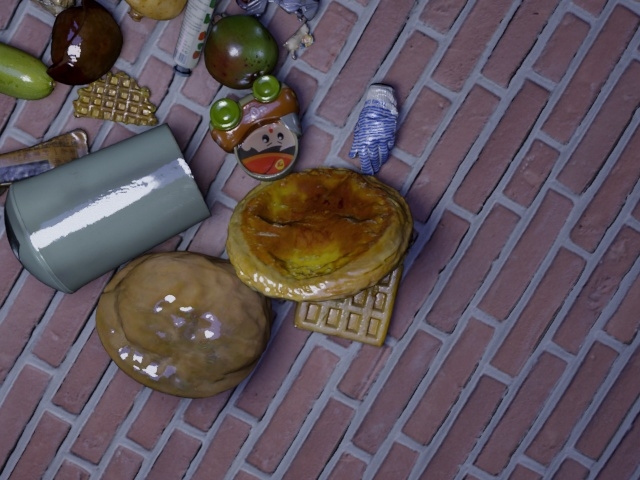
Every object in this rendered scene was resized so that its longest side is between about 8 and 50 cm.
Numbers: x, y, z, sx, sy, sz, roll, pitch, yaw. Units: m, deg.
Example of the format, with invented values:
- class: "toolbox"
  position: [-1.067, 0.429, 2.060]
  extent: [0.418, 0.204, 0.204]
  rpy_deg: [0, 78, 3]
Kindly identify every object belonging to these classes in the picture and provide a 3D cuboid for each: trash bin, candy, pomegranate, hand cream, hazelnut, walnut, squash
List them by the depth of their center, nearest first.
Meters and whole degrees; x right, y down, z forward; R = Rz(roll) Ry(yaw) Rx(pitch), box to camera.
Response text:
- class: "trash bin"
  position: [-0.493, -0.070, 1.586]
  extent: [0.431, 0.280, 0.281]
  rpy_deg: [-27, 97, -8]
- class: "pomegranate"
  position: [-0.389, -0.591, 1.597]
  extent: [0.196, 0.196, 0.196]
  rpy_deg: [0, 96, -2]
- class: "walnut"
  position: [-0.295, 0.180, 1.600]
  extent: [0.383, 0.383, 0.384]
  rpy_deg: [0, 96, -2]
- class: "hazelnut"
  position: [-0.556, -0.452, 1.606]
  extent: [0.160, 0.170, 0.202]
  rpy_deg: [42, 72, -5]
- class: "hand cream"
  position: [-0.288, -0.512, 1.614]
  extent: [0.095, 0.059, 0.276]
  rpy_deg: [45, 127, 26]
- class: "pomegranate"
  position: [-0.197, -0.460, 1.632]
  extent: [0.179, 0.180, 0.210]
  rpy_deg: [-28, 67, 1]
- class: "squash"
  position: [-0.716, -0.397, 1.639]
  extent: [0.186, 0.123, 0.123]
  rpy_deg: [18, 95, -7]
- class: "candy"
  position: [-0.687, -0.178, 1.675]
  extent: [0.271, 0.101, 0.143]
  rpy_deg: [-12, 95, -5]

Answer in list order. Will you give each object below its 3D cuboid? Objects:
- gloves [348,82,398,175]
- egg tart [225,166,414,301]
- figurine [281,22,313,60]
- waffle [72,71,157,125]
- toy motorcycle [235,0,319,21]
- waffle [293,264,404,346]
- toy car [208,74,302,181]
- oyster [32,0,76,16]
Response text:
- class: "gloves"
  position: [0.131, -0.270, 1.700]
  extent: [0.119, 0.097, 0.229]
  rpy_deg: [9, 102, 27]
- class: "egg tart"
  position: [0.000, 0.000, 1.603]
  extent: [0.442, 0.443, 0.178]
  rpy_deg: [-9, 132, -1]
- class: "figurine"
  position: [-0.051, -0.484, 1.690]
  extent: [0.083, 0.047, 0.050]
  rpy_deg: [-44, 111, -4]
- class: "waffle"
  position: [-0.504, -0.325, 1.688]
  extent: [0.191, 0.046, 0.161]
  rpy_deg: [-24, 96, 2]
- class: "toy motorcycle"
  position: [-0.093, -0.573, 1.661]
  extent: [0.215, 0.080, 0.123]
  rpy_deg: [-11, 94, 4]
- class: "waffle"
  position: [0.071, 0.139, 1.753]
  extent: [0.247, 0.055, 0.221]
  rpy_deg: [13, 95, -4]
- class: "toy car"
  position: [-0.131, -0.250, 1.639]
  extent: [0.234, 0.145, 0.235]
  rpy_deg: [0, 85, 3]
- class: "oyster"
  position: [-0.665, -0.615, 1.634]
  extent: [0.232, 0.107, 0.162]
  rpy_deg: [40, 99, 13]
